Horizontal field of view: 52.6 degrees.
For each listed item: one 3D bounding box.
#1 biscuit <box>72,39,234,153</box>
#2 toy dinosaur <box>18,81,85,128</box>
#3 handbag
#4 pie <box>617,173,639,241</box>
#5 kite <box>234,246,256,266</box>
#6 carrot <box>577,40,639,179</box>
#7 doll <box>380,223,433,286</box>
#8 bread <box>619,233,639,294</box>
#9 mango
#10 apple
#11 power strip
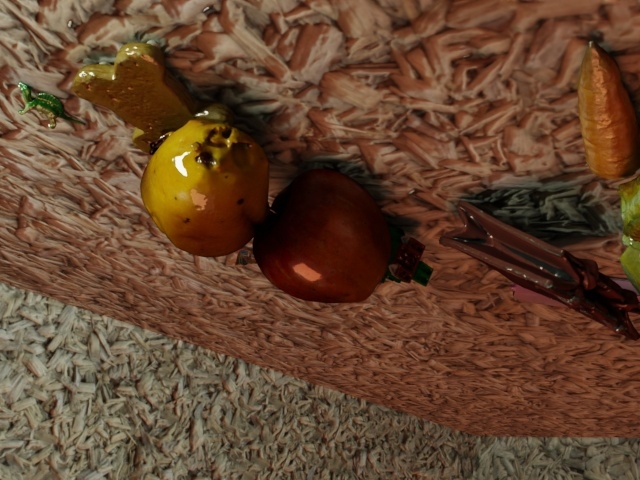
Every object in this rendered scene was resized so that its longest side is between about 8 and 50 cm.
[{"bbox_3d":[-0.221,-0.184,0.983,0.196,0.049,0.301,-5,151,34],"label":"biscuit"},{"bbox_3d":[-0.440,-0.215,1.058,0.119,0.029,0.060,24,138,-31],"label":"toy dinosaur"},{"bbox_3d":[0.355,0.049,1.040,0.260,0.084,0.275,28,-177,-30],"label":"handbag"},{"bbox_3d":[0.502,-0.053,0.749,0.288,0.103,0.354,-2,172,18],"label":"pie"},{"bbox_3d":[-0.143,0.049,1.533,0.190,0.010,0.159,-2,153,33],"label":"kite"},{"bbox_3d":[0.336,-0.157,0.758,0.072,0.072,0.205,-2,147,30],"label":"carrot"},{"bbox_3d":[0.111,0.022,1.221,0.186,0.106,0.134,21,172,24],"label":"doll"},{"bbox_3d":[0.572,0.044,0.941,0.257,0.186,0.124,4,161,39],"label":"bread"},{"bbox_3d":[-0.172,-0.072,0.976,0.201,0.153,0.287,3,159,-11],"label":"mango"},{"bbox_3d":[-0.001,0.000,1.086,0.233,0.234,0.234,10,157,4],"label":"apple"},{"bbox_3d":[0.520,0.104,1.289,0.278,0.038,0.109,6,157,14],"label":"power strip"}]
